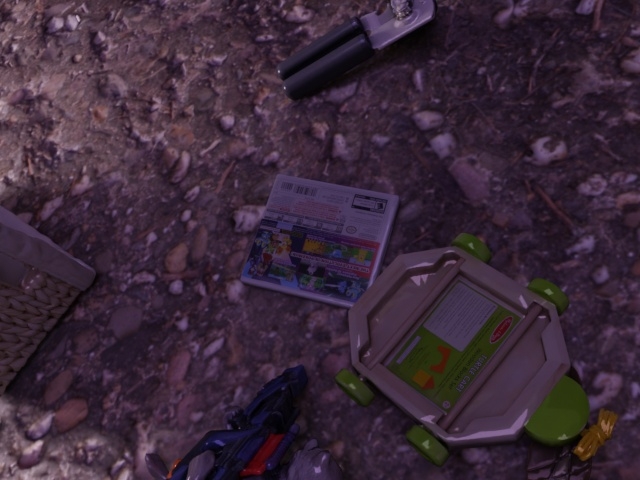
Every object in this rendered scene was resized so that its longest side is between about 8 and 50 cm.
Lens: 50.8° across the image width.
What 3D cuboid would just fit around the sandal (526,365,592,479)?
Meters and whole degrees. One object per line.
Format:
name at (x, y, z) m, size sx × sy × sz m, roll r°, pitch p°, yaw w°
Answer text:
sandal at (0.292, 0.237, 0.824) m, size 0.072 × 0.049 × 0.180 m, roll 0°, pitch 54°, yaw 19°

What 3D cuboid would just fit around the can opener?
can opener at (0.063, -0.312, 1.091) m, size 0.280 × 0.093 × 0.074 m, roll -26°, pitch 62°, yaw 13°

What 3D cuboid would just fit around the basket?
basket at (-0.592, 0.032, 0.989) m, size 0.331 × 0.328 × 0.266 m, roll 31°, pitch 81°, yaw 23°

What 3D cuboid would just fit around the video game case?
video game case at (0.000, 0.000, 1.009) m, size 0.201 × 0.023 × 0.183 m, roll 12°, pitch 72°, yaw 18°

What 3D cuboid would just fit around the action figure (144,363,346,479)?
action figure at (-0.102, 0.301, 0.824) m, size 0.330 × 0.341 × 0.178 m, roll -22°, pitch 96°, yaw 30°

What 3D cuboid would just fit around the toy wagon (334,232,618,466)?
toy wagon at (0.195, 0.151, 0.842) m, size 0.344 × 0.068 × 0.267 m, roll 35°, pitch 74°, yaw 31°
